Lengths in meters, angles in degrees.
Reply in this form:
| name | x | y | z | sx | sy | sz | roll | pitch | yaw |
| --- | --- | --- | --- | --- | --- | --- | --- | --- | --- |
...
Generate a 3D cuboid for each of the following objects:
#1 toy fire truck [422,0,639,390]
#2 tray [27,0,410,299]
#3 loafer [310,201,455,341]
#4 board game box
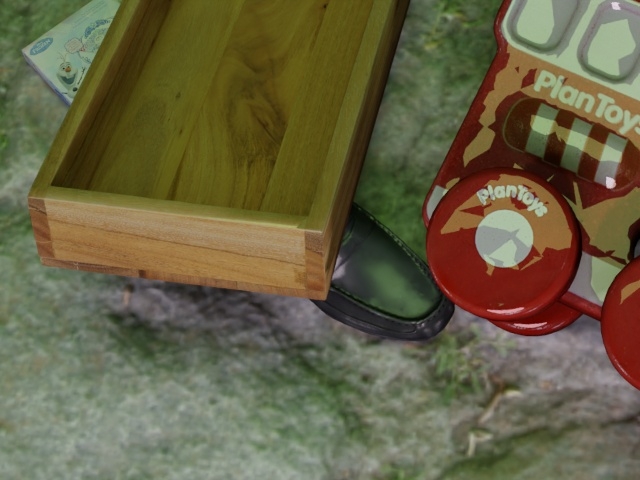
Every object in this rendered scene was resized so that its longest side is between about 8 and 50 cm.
| name | x | y | z | sx | sy | sz | roll | pitch | yaw |
| --- | --- | --- | --- | --- | --- | --- | --- | --- | --- |
| toy fire truck | 0.225 | -0.032 | 1.113 | 0.302 | 0.169 | 0.253 | 25 | 90 | 17 |
| tray | -0.054 | -0.133 | 1.237 | 0.203 | 0.076 | 0.411 | 7 | 46 | 10 |
| loafer | 0.000 | 0.000 | 1.216 | 0.223 | 0.078 | 0.076 | 32 | 70 | 21 |
| board game box | -0.183 | -0.151 | 1.353 | 0.090 | 0.020 | 0.090 | -38 | 64 | -14 |
